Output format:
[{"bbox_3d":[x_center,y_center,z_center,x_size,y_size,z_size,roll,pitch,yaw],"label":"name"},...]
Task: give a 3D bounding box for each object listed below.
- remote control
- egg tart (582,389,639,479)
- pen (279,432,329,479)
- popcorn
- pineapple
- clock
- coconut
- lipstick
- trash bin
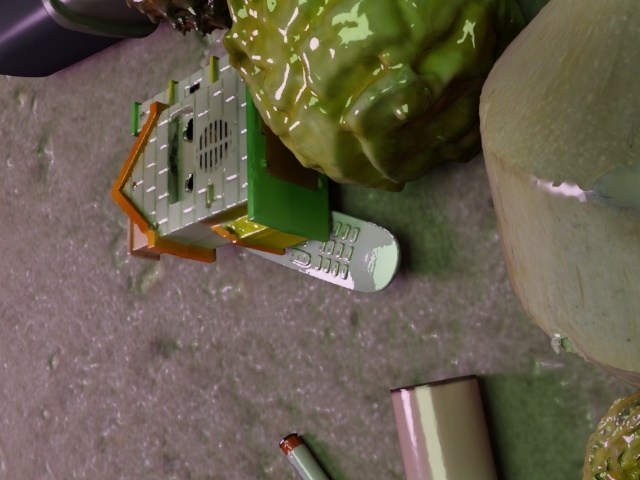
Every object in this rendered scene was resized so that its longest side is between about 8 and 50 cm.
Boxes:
[{"bbox_3d":[0.000,0.000,1.057,0.229,0.044,0.073,18,97,43],"label":"remote control"},{"bbox_3d":[0.333,0.206,0.787,0.252,0.098,0.232,-46,71,30],"label":"egg tart"},{"bbox_3d":[0.026,0.297,1.045,0.026,0.026,0.218,-51,63,24],"label":"pen"},{"bbox_3d":[0.060,-0.188,0.897,0.237,0.293,0.293,46,115,34],"label":"popcorn"},{"bbox_3d":[-0.130,-0.297,1.059,0.166,0.193,0.166,-10,76,46],"label":"pineapple"},{"bbox_3d":[-0.118,-0.082,1.092,0.255,0.106,0.220,-19,65,42],"label":"clock"},{"bbox_3d":[0.271,-0.073,0.707,0.352,0.352,0.353,0,90,36],"label":"coconut"},{"bbox_3d":[0.137,0.295,0.927,0.087,0.087,0.327,-16,81,35],"label":"lipstick"},{"bbox_3d":[-0.318,-0.327,1.205,0.290,0.182,0.210,-17,83,40],"label":"trash bin"}]
